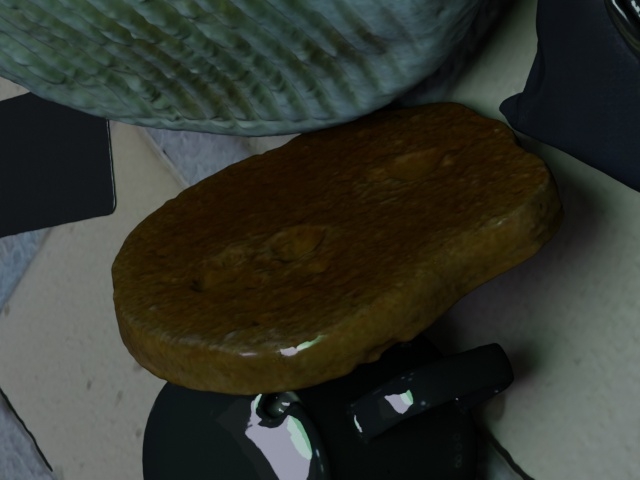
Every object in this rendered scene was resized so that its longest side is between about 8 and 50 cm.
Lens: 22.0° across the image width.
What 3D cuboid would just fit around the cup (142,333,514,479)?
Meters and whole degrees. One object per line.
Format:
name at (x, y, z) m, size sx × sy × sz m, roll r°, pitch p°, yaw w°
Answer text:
cup at (0.009, 0.119, 0.996) m, size 0.223 × 0.176 × 0.169 m, roll -35°, pitch 72°, yaw 37°

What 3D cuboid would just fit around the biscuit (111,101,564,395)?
biscuit at (0.001, 0.002, 0.976) m, size 0.273 × 0.257 × 0.049 m, roll 33°, pitch 151°, yaw 59°

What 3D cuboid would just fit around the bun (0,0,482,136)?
bun at (-0.075, -0.201, 0.968) m, size 0.362 × 0.362 × 0.211 m, roll -16°, pitch 63°, yaw 40°

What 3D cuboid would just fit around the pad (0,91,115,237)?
pad at (-0.220, -0.065, 1.311) m, size 0.157 × 0.003 × 0.112 m, roll -9°, pitch 84°, yaw 40°

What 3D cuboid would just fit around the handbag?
handbag at (0.205, -0.100, 0.869) m, size 0.254 × 0.089 × 0.211 m, roll 35°, pitch 136°, yaw 32°
